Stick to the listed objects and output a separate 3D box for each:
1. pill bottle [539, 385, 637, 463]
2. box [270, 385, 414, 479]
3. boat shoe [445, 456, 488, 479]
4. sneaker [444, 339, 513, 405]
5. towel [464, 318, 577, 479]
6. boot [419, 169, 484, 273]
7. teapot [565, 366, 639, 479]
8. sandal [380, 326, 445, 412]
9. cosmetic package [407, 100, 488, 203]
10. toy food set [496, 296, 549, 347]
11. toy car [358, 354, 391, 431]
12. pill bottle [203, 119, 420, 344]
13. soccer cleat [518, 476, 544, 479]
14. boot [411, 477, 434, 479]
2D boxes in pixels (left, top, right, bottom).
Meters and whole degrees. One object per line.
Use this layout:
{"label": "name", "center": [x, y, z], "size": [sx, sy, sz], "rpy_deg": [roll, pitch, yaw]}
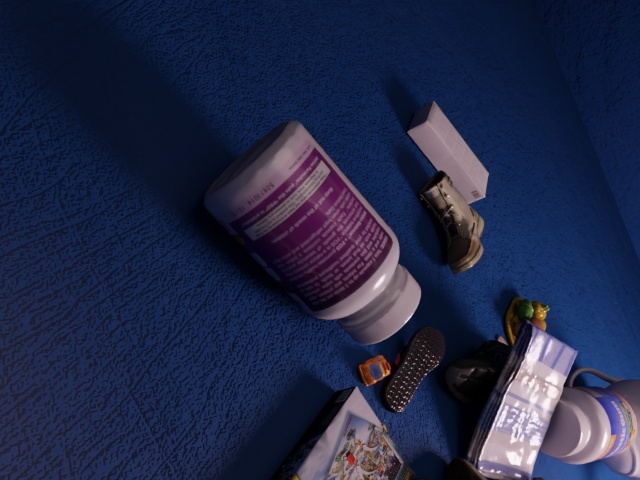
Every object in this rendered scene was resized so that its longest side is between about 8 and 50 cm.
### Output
{"label": "pill bottle", "center": [0.549, 0.388, 1.120], "size": [0.272, 0.152, 0.152], "rpy_deg": [14, 60, -43]}
{"label": "box", "center": [0.021, 0.323, 0.670], "size": [0.159, 0.044, 0.233], "rpy_deg": [58, 40, -7]}
{"label": "boat shoe", "center": [0.259, 0.404, 0.794], "size": [0.072, 0.068, 0.190], "rpy_deg": [30, 12, -17]}
{"label": "sneaker", "center": [0.322, 0.250, 1.017], "size": [0.268, 0.101, 0.106], "rpy_deg": [15, 32, -36]}
{"label": "towel", "center": [0.375, 0.304, 0.963], "size": [0.209, 0.034, 0.284], "rpy_deg": [29, 83, -36]}
{"label": "boot", "center": [0.272, -0.043, 1.112], "size": [0.165, 0.077, 0.213], "rpy_deg": [50, 36, -16]}
{"label": "teapot", "center": [0.722, 0.457, 1.249], "size": [0.187, 0.256, 0.252], "rpy_deg": [-13, 103, -12]}
{"label": "sandal", "center": [0.148, 0.209, 0.880], "size": [0.067, 0.040, 0.179], "rpy_deg": [51, 56, -7]}
{"label": "cosmetic package", "center": [0.303, -0.203, 1.243], "size": [0.239, 0.060, 0.098], "rpy_deg": [46, 45, -20]}
{"label": "toy food set", "center": [0.490, 0.207, 1.217], "size": [0.128, 0.071, 0.218], "rpy_deg": [57, 40, -8]}
{"label": "toy car", "center": [0.095, 0.233, 0.801], "size": [0.060, 0.041, 0.121], "rpy_deg": [10, 62, -44]}
{"label": "pill bottle", "center": [0.000, 0.000, 0.723], "size": [0.301, 0.169, 0.169], "rpy_deg": [48, 42, -18]}
{"label": "soccer cleat", "center": [0.327, 0.506, 0.864], "size": [0.331, 0.116, 0.143], "rpy_deg": [-5, 91, -43]}
{"label": "boot", "center": [0.146, 0.455, 0.645], "size": [0.229, 0.091, 0.262], "rpy_deg": [5, 62, -64]}
